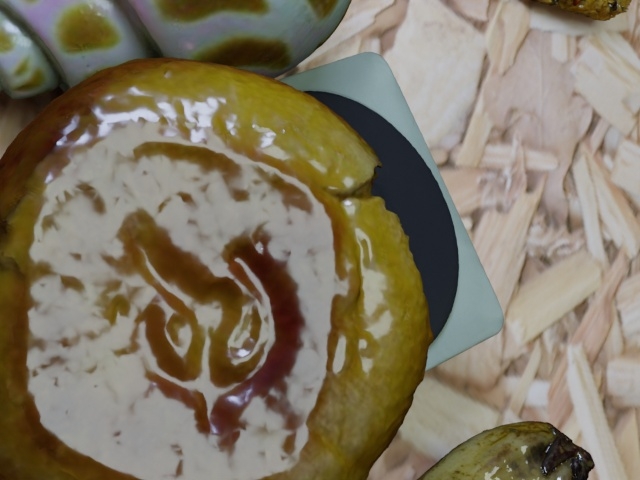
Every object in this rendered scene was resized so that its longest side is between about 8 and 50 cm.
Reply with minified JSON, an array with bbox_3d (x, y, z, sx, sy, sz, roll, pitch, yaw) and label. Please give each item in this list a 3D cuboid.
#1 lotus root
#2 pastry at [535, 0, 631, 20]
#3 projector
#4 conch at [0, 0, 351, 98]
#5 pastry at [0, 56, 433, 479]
[{"bbox_3d":[0.112,0.224,1.342,0.258,0.097,0.110,-30,85,-37],"label":"lotus root"},{"bbox_3d":[0.253,-0.258,1.705,0.140,0.056,0.080,14,55,-29],"label":"pastry"},{"bbox_3d":[0.000,0.000,1.349,0.259,0.079,0.257,-22,86,-44],"label":"projector"},{"bbox_3d":[-0.110,-0.203,1.271,0.368,0.249,0.197,-5,95,-22],"label":"conch"},{"bbox_3d":[-0.092,0.045,1.146,0.356,0.164,0.356,4,80,-23],"label":"pastry"}]
